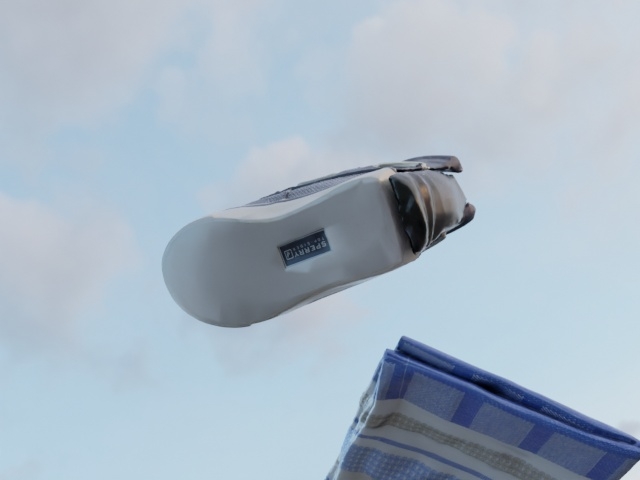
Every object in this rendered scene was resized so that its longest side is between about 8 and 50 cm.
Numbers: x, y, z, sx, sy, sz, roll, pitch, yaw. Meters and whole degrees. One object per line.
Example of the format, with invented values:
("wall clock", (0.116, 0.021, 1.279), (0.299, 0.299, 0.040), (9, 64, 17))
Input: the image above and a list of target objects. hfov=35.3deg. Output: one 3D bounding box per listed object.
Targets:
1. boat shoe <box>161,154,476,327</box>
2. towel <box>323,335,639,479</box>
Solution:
("boat shoe", (0.000, 0.000, 1.037), (0.340, 0.127, 0.158), (-13, 5, 38))
("towel", (0.117, 0.195, 0.832), (0.209, 0.034, 0.285), (23, -37, 5))
